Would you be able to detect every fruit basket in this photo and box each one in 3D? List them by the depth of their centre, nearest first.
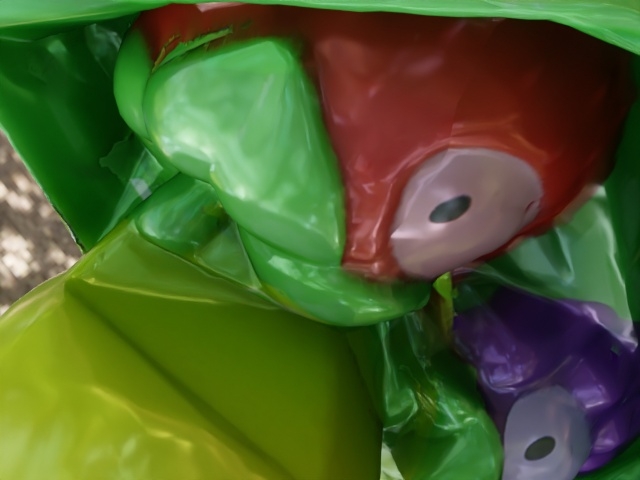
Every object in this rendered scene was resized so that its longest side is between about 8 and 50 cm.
[{"bbox_3d":[0.005,0.050,0.515,0.283,0.392,0.392,8,137,23],"label":"fruit basket"}]
